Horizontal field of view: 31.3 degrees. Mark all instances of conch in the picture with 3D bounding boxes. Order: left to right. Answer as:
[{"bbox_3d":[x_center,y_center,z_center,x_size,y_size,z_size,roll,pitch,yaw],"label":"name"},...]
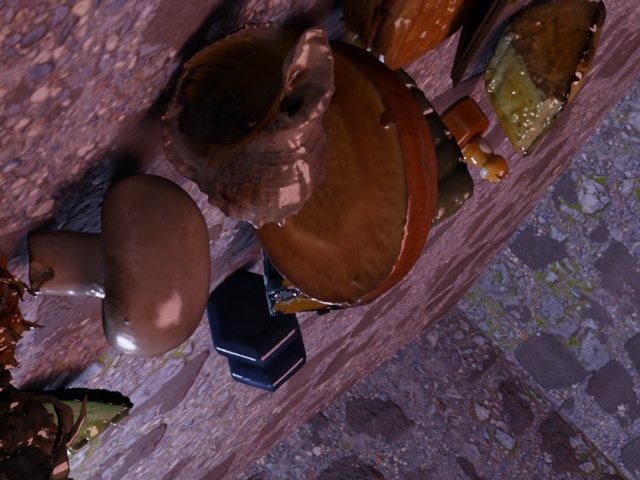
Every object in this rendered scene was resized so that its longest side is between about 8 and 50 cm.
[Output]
[{"bbox_3d":[-0.067,-0.127,1.175,0.178,0.163,0.245,12,130,-22],"label":"conch"}]

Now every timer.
[{"bbox_3d":[0.281,-0.163,2.078,0.132,0.152,0.132,-41,166,-13],"label":"timer"}]

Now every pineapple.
[{"bbox_3d":[-0.328,0.181,1.116,0.262,0.272,0.262,-40,165,-13],"label":"pineapple"}]

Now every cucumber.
[{"bbox_3d":[-0.365,0.245,1.607,0.115,0.086,0.193,-47,160,10],"label":"cucumber"}]

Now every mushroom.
[{"bbox_3d":[-0.217,0.027,1.231,0.204,0.204,0.204,-41,166,-13],"label":"mushroom"}]

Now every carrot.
[{"bbox_3d":[0.011,-0.074,1.293,0.258,0.307,0.100,-10,178,39],"label":"carrot"}]

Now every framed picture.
[{"bbox_3d":[0.225,-0.346,1.417,0.216,0.016,0.273,119,-9,-47],"label":"framed picture"}]

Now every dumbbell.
[{"bbox_3d":[-0.105,0.160,1.960,0.160,0.144,0.325,-43,165,-11],"label":"dumbbell"}]

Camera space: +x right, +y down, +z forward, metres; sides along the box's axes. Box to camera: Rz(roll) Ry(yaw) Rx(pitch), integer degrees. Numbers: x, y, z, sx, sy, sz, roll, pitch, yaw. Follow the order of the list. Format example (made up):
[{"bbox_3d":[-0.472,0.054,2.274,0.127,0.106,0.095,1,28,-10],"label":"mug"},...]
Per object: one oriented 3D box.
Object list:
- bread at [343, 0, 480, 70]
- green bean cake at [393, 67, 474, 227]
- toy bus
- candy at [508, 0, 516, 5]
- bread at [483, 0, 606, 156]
[{"bbox_3d":[0.120,-0.315,1.308,0.210,0.099,0.235,-37,160,-38],"label":"bread"},{"bbox_3d":[0.065,-0.106,1.438,0.125,0.222,0.227,-33,-176,-31],"label":"green bean cake"},{"bbox_3d":[0.000,0.000,1.679,0.167,0.138,0.275,-3,154,-14],"label":"toy bus"},{"bbox_3d":[0.294,-0.417,1.609,0.201,0.060,0.060,-58,162,23],"label":"candy"},{"bbox_3d":[0.366,-0.289,1.956,0.204,0.162,0.262,109,7,-59],"label":"bread"}]
